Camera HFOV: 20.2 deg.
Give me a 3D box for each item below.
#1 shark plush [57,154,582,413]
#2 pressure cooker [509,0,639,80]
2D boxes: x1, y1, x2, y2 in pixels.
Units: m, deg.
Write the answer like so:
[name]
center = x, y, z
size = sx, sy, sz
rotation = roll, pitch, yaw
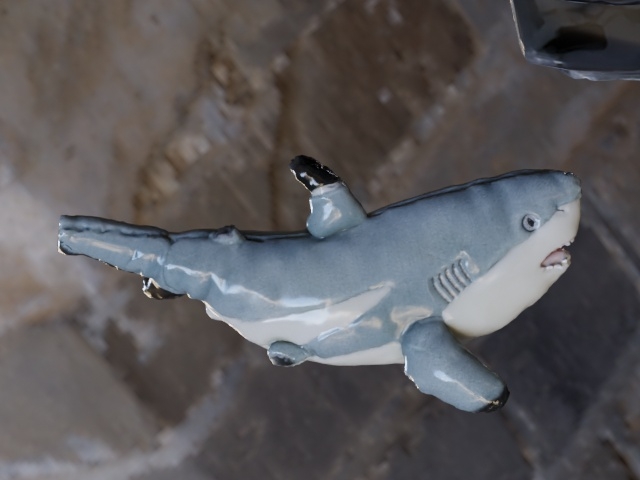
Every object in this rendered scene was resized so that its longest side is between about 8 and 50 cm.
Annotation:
[shark plush]
center = 0.000, 0.000, 0.580
size = 0.161, 0.067, 0.073
rotation = 10, 27, 5
[pressure cooker]
center = 0.081, -0.267, 0.482
size = 0.375, 0.370, 0.420
rotation = -49, 8, 34
